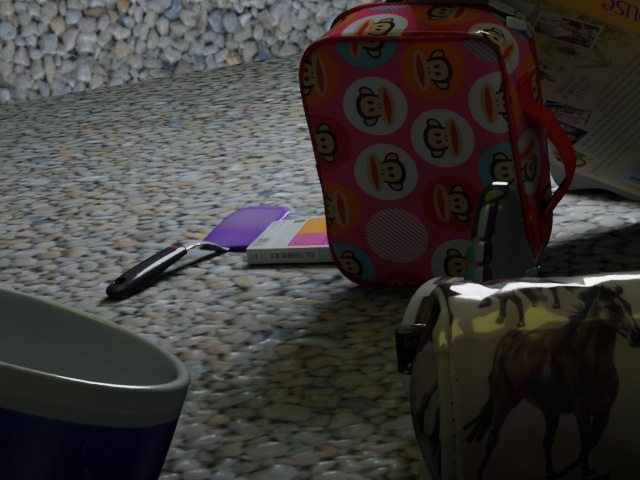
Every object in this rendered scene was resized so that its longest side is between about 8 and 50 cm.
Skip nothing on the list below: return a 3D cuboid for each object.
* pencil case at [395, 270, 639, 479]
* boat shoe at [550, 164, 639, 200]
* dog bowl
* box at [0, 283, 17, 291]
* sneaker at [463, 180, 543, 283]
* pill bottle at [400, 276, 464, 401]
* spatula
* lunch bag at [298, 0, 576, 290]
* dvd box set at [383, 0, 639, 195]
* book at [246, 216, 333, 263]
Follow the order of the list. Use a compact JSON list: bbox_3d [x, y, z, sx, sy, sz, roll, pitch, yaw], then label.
[{"bbox_3d":[0.262,0.099,1.235,0.410,0.160,0.183,-4,-29,-7],"label":"pencil case"},{"bbox_3d":[0.367,-0.092,2.171,0.083,0.065,0.183,-19,18,-37],"label":"boat shoe"},{"bbox_3d":[-0.237,0.112,1.353,0.265,0.104,0.265,17,7,-2],"label":"dog bowl"},{"bbox_3d":[-0.354,0.092,1.805,0.145,0.038,0.186,-11,14,-21],"label":"box"},{"bbox_3d":[0.156,0.069,1.343,0.098,0.223,0.083,2,-3,11],"label":"sneaker"},{"bbox_3d":[0.178,0.091,1.427,0.215,0.117,0.117,3,17,31],"label":"pill bottle"},{"bbox_3d":[-0.145,0.012,2.048,0.084,0.030,0.296,3,17,34],"label":"spatula"},{"bbox_3d":[0.125,-0.090,1.800,0.258,0.293,0.120,2,28,22],"label":"lunch bag"},{"bbox_3d":[0.266,-0.174,1.901,0.420,0.062,0.307,19,-24,-9],"label":"dvd box set"},{"bbox_3d":[0.000,0.000,2.035,0.144,0.035,0.096,-1,18,19],"label":"book"}]
